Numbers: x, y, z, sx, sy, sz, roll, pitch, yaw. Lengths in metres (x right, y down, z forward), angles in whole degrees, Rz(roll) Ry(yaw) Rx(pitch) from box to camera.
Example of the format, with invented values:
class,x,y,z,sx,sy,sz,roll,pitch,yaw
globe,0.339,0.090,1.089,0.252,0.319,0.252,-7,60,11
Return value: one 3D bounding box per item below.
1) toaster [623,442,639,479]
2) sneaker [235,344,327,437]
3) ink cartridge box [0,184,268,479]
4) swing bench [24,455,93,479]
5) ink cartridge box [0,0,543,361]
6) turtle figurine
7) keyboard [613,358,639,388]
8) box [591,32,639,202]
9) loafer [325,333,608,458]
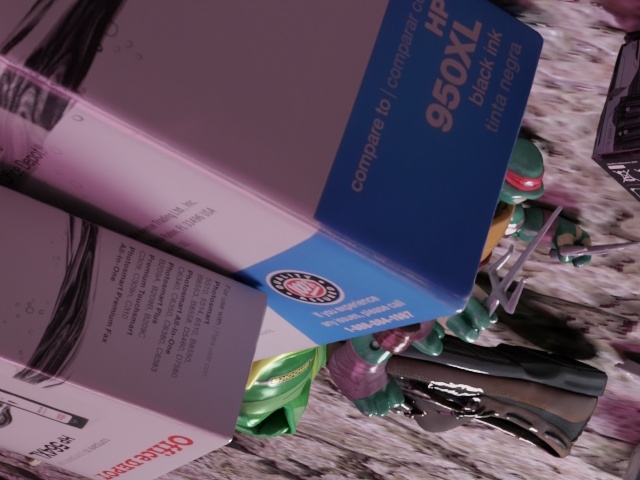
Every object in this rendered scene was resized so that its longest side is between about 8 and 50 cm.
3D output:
class,x,y,z,sx,sy,sz,roll,pitch,yaw
toaster,0.357,0.260,1.209,0.146,0.129,0.227,9,158,31
sneaker,-0.047,0.091,1.087,0.109,0.124,0.295,25,-179,8
ink cartridge box,-0.150,0.047,0.677,0.203,0.086,0.148,24,151,-20
swing bench,-0.350,0.126,1.436,0.254,0.165,0.253,14,159,14
ink cartridge box,-0.133,-0.095,0.699,0.394,0.166,0.285,28,158,-21
turtle figurine,0.096,0.010,0.838,0.118,0.175,0.234,54,136,16
keyboard,0.344,0.151,1.014,0.256,0.014,0.072,24,168,34
box,0.321,-0.022,0.614,0.242,0.077,0.307,35,154,-35
loafer,0.114,0.119,1.024,0.267,0.084,0.096,12,-176,-35
